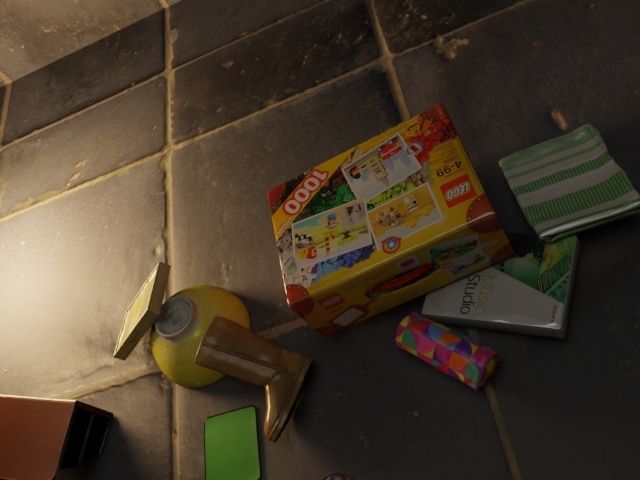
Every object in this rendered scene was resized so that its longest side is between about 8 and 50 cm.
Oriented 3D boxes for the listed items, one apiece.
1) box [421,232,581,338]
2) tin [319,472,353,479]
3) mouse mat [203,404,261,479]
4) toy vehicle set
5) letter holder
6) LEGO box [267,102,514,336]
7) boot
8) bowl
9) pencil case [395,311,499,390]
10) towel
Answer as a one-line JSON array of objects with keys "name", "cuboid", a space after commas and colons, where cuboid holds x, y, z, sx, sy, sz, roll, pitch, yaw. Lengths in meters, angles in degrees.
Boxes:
[{"name": "box", "cuboid": [0.412, 0.092, 1.511, 0.322, 0.058, 0.232, 3, 63, 31]}, {"name": "tin", "cuboid": [0.019, 0.601, 1.422, 0.106, 0.040, 0.189, 14, 69, 36]}, {"name": "mouse mat", "cuboid": [-0.219, 0.510, 1.610, 0.153, 0.007, 0.189, -19, 54, 15]}, {"name": "toy vehicle set", "cuboid": [-0.489, 0.196, 1.798, 0.267, 0.035, 0.166, -47, 28, 40]}, {"name": "letter holder", "cuboid": [-0.745, 0.543, 1.755, 0.302, 0.152, 0.214, -3, 62, 24]}, {"name": "LEGO box", "cuboid": [0.151, -0.047, 1.595, 0.500, 0.193, 0.372, -26, 50, 15]}, {"name": "boot", "cuboid": [-0.179, 0.333, 1.590, 0.270, 0.089, 0.236, 20, 57, 8]}, {"name": "bowl", "cuboid": [-0.350, 0.231, 1.748, 0.290, 0.156, 0.289, -12, 57, 20]}, {"name": "pencil case", "cuboid": [0.280, 0.246, 1.474, 0.236, 0.104, 0.104, 25, 74, 36]}, {"name": "towel", "cuboid": [0.582, -0.141, 1.548, 0.248, 0.038, 0.324, -21, 40, 13]}]
